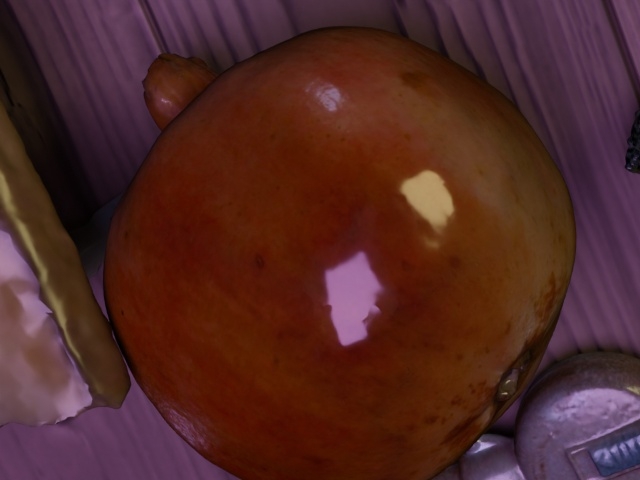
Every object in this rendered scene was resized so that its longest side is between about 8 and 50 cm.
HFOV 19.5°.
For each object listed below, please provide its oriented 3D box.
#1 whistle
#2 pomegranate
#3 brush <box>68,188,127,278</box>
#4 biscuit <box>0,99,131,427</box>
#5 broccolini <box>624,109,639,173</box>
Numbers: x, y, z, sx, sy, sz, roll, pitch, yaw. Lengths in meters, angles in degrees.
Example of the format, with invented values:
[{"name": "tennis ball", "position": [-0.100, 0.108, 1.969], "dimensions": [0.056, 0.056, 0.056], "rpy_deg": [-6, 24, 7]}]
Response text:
[{"name": "whistle", "position": [0.133, 0.136, 1.132], "dimensions": [0.220, 0.057, 0.107], "rpy_deg": [-23, 108, 18]}, {"name": "pomegranate", "position": [0.000, 0.000, 1.008], "dimensions": [0.270, 0.229, 0.252], "rpy_deg": [39, 125, 17]}, {"name": "brush", "position": [-0.128, -0.001, 1.128], "dimensions": [0.178, 0.030, 0.033], "rpy_deg": [-34, 114, 19]}, {"name": "biscuit", "position": [-0.358, -0.042, 1.065], "dimensions": [0.429, 0.104, 0.446], "rpy_deg": [-25, 95, 34]}, {"name": "broccolini", "position": [0.359, -0.010, 1.048], "dimensions": [0.392, 0.079, 0.074], "rpy_deg": [17, 103, -7]}]
